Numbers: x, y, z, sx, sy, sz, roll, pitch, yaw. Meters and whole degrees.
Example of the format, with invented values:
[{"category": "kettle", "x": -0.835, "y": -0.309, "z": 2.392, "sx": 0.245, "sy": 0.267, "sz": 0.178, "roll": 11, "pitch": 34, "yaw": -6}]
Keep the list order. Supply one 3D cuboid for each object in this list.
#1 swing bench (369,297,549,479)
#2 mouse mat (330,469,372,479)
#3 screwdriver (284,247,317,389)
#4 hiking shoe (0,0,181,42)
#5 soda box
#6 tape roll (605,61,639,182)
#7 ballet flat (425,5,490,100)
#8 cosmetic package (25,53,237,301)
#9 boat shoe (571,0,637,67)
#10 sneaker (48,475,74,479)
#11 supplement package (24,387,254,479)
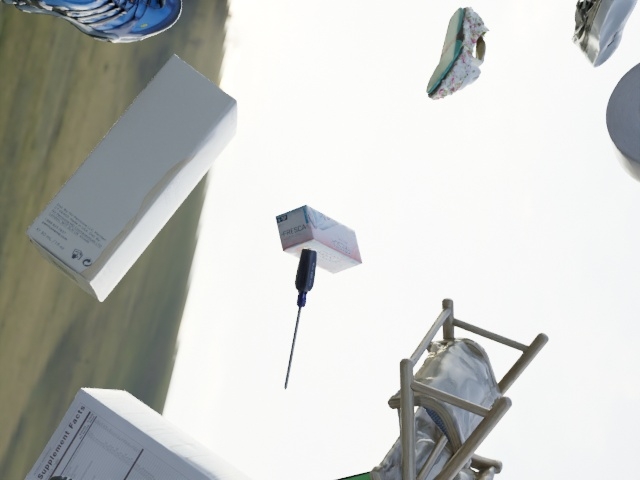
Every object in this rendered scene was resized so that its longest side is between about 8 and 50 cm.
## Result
[{"category": "swing bench", "x": 0.187, "y": 0.257, "z": 1.823, "sx": 0.253, "sy": 0.165, "sz": 0.254, "roll": -41, "pitch": 149, "yaw": -64}, {"category": "mouse mat", "x": 0.104, "y": 0.423, "z": 1.974, "sx": 0.007, "sy": 0.190, "sz": 0.152, "roll": -34, "pitch": -112, "yaw": 58}, {"category": "screwdriver", "x": -0.025, "y": 0.092, "z": 1.514, "sx": 0.025, "sy": 0.024, "sz": 0.170, "roll": -19, "pitch": 119, "yaw": -72}, {"category": "hiking shoe", "x": -0.304, "y": -0.346, "z": 1.819, "sx": 0.132, "sy": 0.304, "sz": 0.113, "roll": 1, "pitch": -91, "yaw": 45}, {"category": "soda box", "x": 0.000, "y": 0.000, "z": 2.040, "sx": 0.058, "sy": 0.183, "sz": 0.063, "roll": -21, "pitch": -111, "yaw": 21}, {"category": "tape roll", "x": 0.551, "y": -0.184, "z": 1.978, "sx": 0.072, "sy": 0.219, "sz": 0.219, "roll": 53, "pitch": 37, "yaw": -53}, {"category": "ballet flat", "x": 0.245, "y": -0.314, "z": 2.217, "sx": 0.091, "sy": 0.077, "sz": 0.241, "roll": -42, "pitch": -160, "yaw": 47}, {"category": "cosmetic package", "x": -0.247, "y": -0.081, "z": 1.736, "sx": 0.309, "sy": 0.113, "sz": 0.160, "roll": -52, "pitch": 175, "yaw": -11}, {"category": "boat shoe", "x": 0.392, "y": -0.317, "z": 1.834, "sx": 0.078, "sy": 0.070, "sz": 0.219, "roll": -41, "pitch": 165, "yaw": -11}, {"category": "sneaker", "x": -0.262, "y": 0.286, "z": 1.406, "sx": 0.031, "sy": 0.083, "sz": 0.035, "roll": -55, "pitch": 168, "yaw": -24}, {"category": "supplement package", "x": -0.201, "y": 0.295, "z": 1.540, "sx": 0.139, "sy": 0.244, "sz": 0.134, "roll": -58, "pitch": 163, "yaw": 1}]
